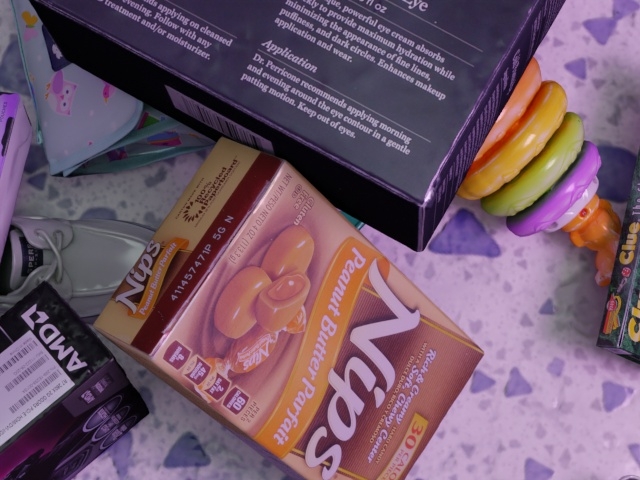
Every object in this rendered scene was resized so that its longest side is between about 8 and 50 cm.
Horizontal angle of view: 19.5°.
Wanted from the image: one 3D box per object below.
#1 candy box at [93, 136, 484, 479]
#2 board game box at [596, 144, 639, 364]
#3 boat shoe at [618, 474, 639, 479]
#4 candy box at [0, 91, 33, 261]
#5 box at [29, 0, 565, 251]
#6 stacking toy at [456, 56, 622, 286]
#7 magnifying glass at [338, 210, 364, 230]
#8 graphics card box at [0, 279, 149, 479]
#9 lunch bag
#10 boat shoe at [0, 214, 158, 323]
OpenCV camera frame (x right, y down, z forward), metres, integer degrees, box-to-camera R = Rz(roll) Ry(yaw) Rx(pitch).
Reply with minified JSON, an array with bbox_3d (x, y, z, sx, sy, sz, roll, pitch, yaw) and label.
[{"bbox_3d":[-0.016,0.080,1.497,0.087,0.316,0.183,24,76,46],"label":"candy box"},{"bbox_3d":[0.316,-0.014,1.620,0.136,0.030,0.259,25,75,-43],"label":"board game box"},{"bbox_3d":[0.299,0.297,1.544,0.083,0.076,0.226,-32,62,-7],"label":"boat shoe"},{"bbox_3d":[-0.355,-0.047,1.543,0.196,0.070,0.164,7,65,5],"label":"candy box"},{"bbox_3d":[0.008,-0.216,1.432,0.343,0.179,0.312,29,82,8],"label":"box"},{"bbox_3d":[0.182,-0.069,1.612,0.302,0.166,0.175,43,81,-10],"label":"stacking toy"},{"bbox_3d":[0.000,0.000,1.644,0.092,0.026,0.231,18,78,0],"label":"magnifying glass"},{"bbox_3d":[-0.314,0.204,1.483,0.371,0.233,0.094,-41,76,-10],"label":"graphics card box"},{"bbox_3d":[-0.136,-0.186,1.602,0.262,0.160,0.223,-15,81,3],"label":"lunch bag"},{"bbox_3d":[-0.249,0.025,1.593,0.258,0.084,0.095,-6,80,-4],"label":"boat shoe"}]
